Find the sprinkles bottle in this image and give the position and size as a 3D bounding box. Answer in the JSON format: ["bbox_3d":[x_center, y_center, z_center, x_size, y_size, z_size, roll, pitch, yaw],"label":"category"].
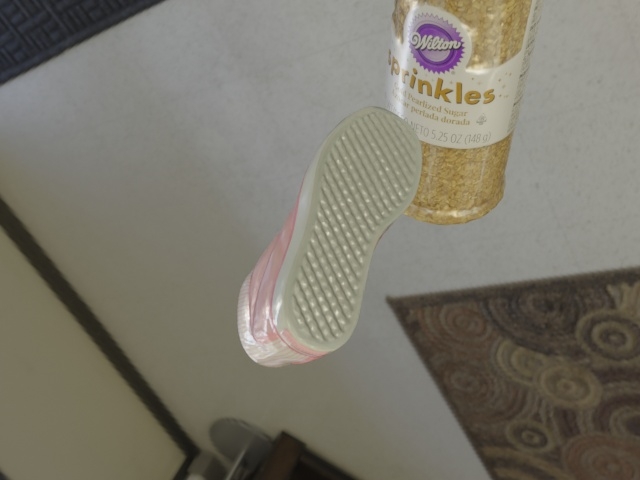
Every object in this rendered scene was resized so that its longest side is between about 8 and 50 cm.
[{"bbox_3d":[0.114,-0.176,0.694,0.121,0.121,0.356,18,137,16],"label":"sprinkles bottle"}]

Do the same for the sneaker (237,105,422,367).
[{"bbox_3d":[0.000,0.000,0.411,0.051,0.134,0.070,31,147,-13],"label":"sneaker"}]
